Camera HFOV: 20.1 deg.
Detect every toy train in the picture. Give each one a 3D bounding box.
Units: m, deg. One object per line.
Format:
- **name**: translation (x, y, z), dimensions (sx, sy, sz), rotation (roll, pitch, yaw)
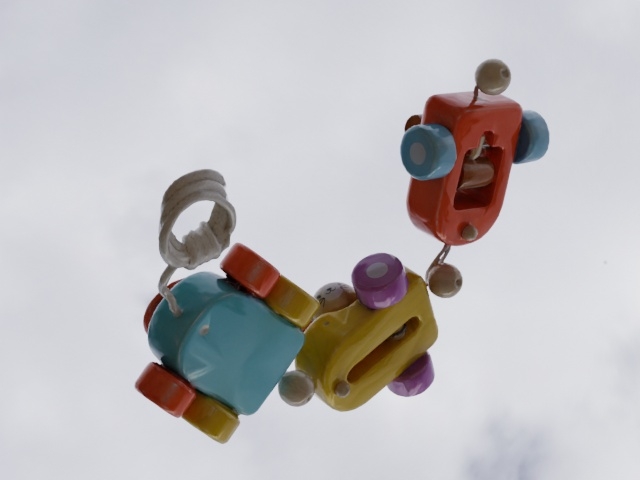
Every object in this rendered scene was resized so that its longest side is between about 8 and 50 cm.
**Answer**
- **toy train**: translation (0.000, 0.000, 0.606), dimensions (0.046, 0.166, 0.125), rotation (32, -55, 42)
